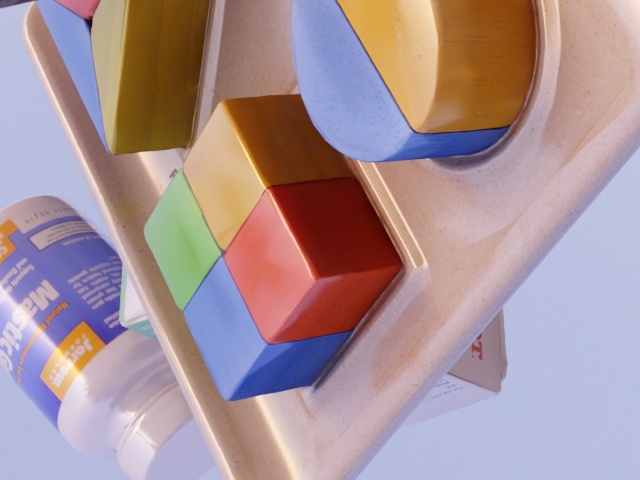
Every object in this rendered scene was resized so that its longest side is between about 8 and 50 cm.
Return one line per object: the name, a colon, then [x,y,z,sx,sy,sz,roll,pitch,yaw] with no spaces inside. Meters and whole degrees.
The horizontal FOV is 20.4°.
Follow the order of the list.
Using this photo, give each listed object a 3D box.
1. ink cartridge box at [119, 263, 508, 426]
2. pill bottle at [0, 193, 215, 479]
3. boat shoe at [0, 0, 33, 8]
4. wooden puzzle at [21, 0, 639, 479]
ink cartridge box: [0.000,0.000,1.342,0.289,0.121,0.211,26,-127,-39]
pill bottle: [-0.197,0.096,1.580,0.272,0.152,0.152,43,-146,26]
boat shoe: [-0.245,-0.094,0.753,0.324,0.097,0.116,-11,-160,-9]
wooden puzzle: [-0.018,-0.098,0.744,0.080,0.348,0.322,-4,-124,-39]
